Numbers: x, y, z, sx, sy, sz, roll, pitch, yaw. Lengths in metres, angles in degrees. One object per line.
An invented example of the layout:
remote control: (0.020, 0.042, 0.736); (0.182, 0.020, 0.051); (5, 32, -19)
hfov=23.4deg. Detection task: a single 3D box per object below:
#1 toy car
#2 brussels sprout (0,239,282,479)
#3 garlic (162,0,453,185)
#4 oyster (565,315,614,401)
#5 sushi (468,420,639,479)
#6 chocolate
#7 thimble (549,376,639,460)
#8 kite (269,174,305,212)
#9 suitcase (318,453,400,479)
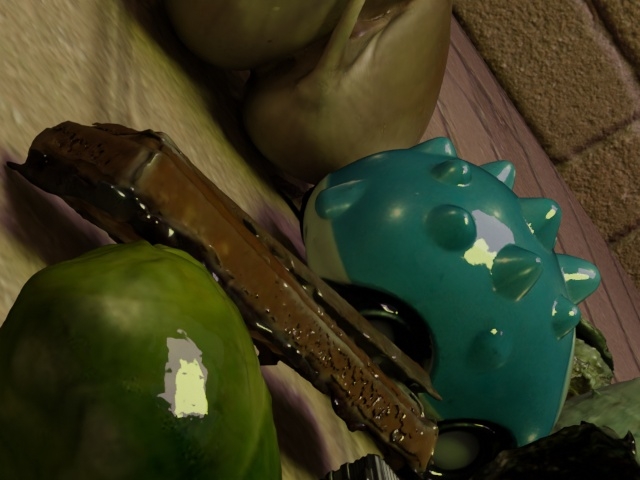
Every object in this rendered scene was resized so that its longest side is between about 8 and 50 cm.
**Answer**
toy car: (0.099, 0.041, 1.100); (0.255, 0.190, 0.188); (54, 18, -29)
brussels sprout: (-0.076, 0.071, 0.601); (0.155, 0.117, 0.155); (63, -7, 14)
garlic: (0.017, -0.161, 1.154); (0.340, 0.245, 0.232); (106, -35, -88)
oyster: (0.211, 0.103, 1.580); (0.268, 0.112, 0.198); (48, -5, -12)
sushi: (0.176, 0.278, 0.922); (0.211, 0.170, 0.350); (76, -9, -58)
chocolate: (-0.032, 0.033, 0.848); (0.102, 0.065, 0.329); (21, -17, 44)
thimble: (0.260, 0.227, 1.242); (0.250, 0.172, 0.205); (60, -8, 33)
kite: (0.000, 0.000, 1.225); (0.139, 0.011, 0.157); (49, 16, -25)
suitcase: (0.034, 0.184, 0.861); (0.086, 0.059, 0.126); (54, 15, -28)
